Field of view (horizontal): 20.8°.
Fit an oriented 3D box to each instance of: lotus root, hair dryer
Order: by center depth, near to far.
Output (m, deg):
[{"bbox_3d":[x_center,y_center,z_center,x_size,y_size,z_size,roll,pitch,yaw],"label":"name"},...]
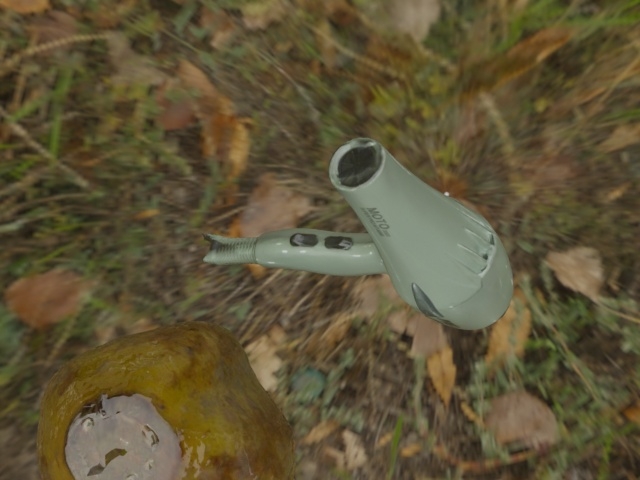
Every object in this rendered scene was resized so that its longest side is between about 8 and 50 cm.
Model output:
[{"bbox_3d":[0.006,-0.013,1.296,0.267,0.229,0.092,9,67,15],"label":"hair dryer"},{"bbox_3d":[-0.128,0.169,1.339,0.188,0.180,0.199,-30,84,6],"label":"lotus root"}]
